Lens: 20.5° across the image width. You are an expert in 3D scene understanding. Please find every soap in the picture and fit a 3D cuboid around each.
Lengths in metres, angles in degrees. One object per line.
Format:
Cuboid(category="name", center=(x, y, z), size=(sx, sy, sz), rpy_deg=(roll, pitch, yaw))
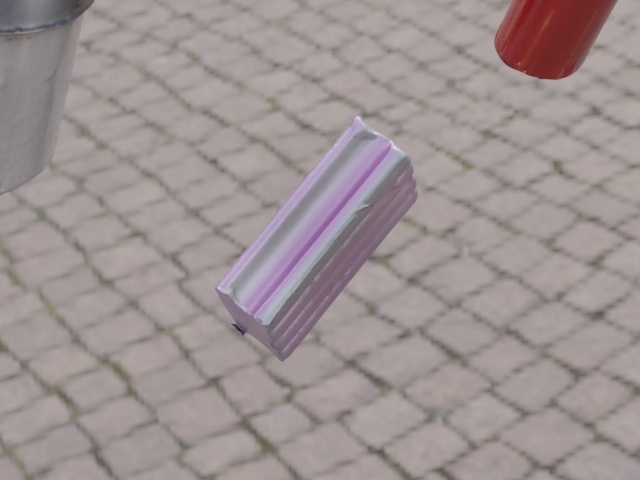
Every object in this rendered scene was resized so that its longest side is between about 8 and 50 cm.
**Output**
Cuboid(category="soap", center=(0.000, 0.000, 1.551), size=(0.065, 0.122, 0.203), rpy_deg=(36, 78, 17))

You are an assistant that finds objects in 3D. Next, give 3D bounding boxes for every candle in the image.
Cuboid(category="candle", center=(-0.271, -0.124, 1.290), size=(0.187, 0.330, 0.187), rpy_deg=(12, 37, -10))

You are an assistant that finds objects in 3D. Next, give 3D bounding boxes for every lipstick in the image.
Cuboid(category="lipstick", center=(0.197, -0.224, 1.185), size=(0.073, 0.280, 0.073), rpy_deg=(11, 46, -12))
